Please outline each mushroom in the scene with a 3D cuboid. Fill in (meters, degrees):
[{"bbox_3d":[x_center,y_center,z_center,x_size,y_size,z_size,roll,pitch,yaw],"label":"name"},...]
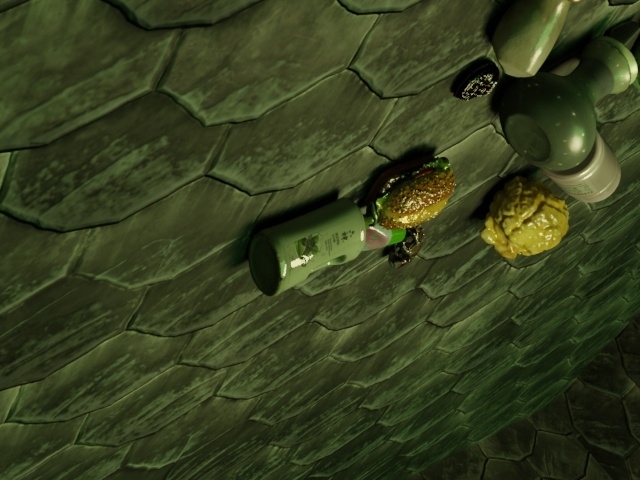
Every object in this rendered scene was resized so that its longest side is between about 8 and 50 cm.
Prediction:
[{"bbox_3d":[0.327,-0.336,1.712,0.088,0.097,0.212,13,137,-21],"label":"mushroom"}]

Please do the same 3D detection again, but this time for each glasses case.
[{"bbox_3d":[0.537,-0.324,2.112,0.072,0.042,0.191,-34,157,-30],"label":"glasses case"}]

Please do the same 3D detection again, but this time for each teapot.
[{"bbox_3d":[0.438,-0.246,1.964,0.251,0.183,0.183,-41,159,-24],"label":"teapot"}]

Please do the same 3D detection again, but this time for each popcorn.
[{"bbox_3d":[0.415,-0.044,2.306,0.180,0.170,0.180,-11,105,-48],"label":"popcorn"}]

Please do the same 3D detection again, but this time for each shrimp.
[{"bbox_3d":[0.165,-0.002,2.124,0.065,0.057,0.165,-24,150,-19],"label":"shrimp"}]

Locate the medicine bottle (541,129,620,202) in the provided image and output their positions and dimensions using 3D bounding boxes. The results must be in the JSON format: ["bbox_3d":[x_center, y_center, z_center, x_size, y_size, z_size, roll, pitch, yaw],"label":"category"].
[{"bbox_3d":[0.522,-0.159,2.274,0.133,0.133,0.249,-45,156,13],"label":"medicine bottle"}]

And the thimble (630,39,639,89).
[{"bbox_3d":[0.692,-0.320,2.126,0.219,0.219,0.150,-3,137,-54],"label":"thimble"}]

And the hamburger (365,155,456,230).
[{"bbox_3d":[0.159,-0.079,1.934,0.166,0.087,0.137,-22,151,-35],"label":"hamburger"}]

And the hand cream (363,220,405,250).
[{"bbox_3d":[0.032,0.008,1.970,0.275,0.050,0.079,-14,121,-36],"label":"hand cream"}]

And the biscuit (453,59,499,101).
[{"bbox_3d":[0.254,-0.255,1.836,0.087,0.027,0.089,-43,157,6],"label":"biscuit"}]

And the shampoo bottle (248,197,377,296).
[{"bbox_3d":[0.000,0.000,1.839,0.234,0.087,0.118,-24,135,-33],"label":"shampoo bottle"}]
